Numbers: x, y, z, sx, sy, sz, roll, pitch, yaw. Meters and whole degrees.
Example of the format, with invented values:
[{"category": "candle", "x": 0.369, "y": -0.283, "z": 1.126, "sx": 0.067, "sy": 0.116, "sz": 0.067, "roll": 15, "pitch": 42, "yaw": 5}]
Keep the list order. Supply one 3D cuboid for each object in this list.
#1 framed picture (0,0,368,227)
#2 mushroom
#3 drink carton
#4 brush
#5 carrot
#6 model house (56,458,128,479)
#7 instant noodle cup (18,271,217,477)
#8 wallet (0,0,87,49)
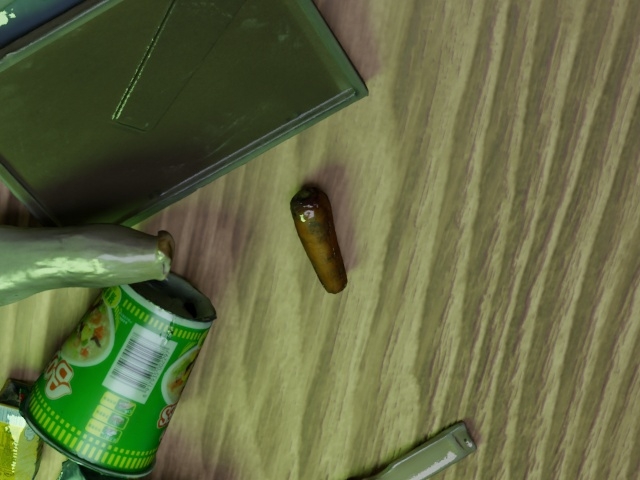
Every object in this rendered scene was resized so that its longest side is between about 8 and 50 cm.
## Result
[{"category": "framed picture", "x": -0.198, "y": -0.180, "z": 1.845, "sx": 0.446, "sy": 0.028, "sz": 0.326, "roll": -28, "pitch": 135, "yaw": 7}, {"category": "mushroom", "x": -0.349, "y": 0.027, "z": 1.902, "sx": 0.351, "sy": 0.097, "sz": 0.109, "roll": -5, "pitch": 148, "yaw": 16}, {"category": "drink carton", "x": -0.423, "y": 0.295, "z": 2.095, "sx": 0.075, "sy": 0.084, "sz": 0.200, "roll": 13, "pitch": 118, "yaw": 1}, {"category": "brush", "x": 0.079, "y": 0.362, "z": 2.245, "sx": 0.321, "sy": 0.050, "sz": 0.060, "roll": -30, "pitch": 117, "yaw": -1}, {"category": "carrot", "x": 0.000, "y": 0.000, "z": 2.020, "sx": 0.055, "sy": 0.055, "sz": 0.161, "roll": -17, "pitch": 128, "yaw": 0}, {"category": "model house", "x": -0.249, "y": 0.449, "z": 2.181, "sx": 0.291, "sy": 0.184, "sz": 0.253, "roll": 9, "pitch": 112, "yaw": -30}, {"category": "instant noodle cup", "x": -0.255, "y": 0.159, "z": 1.991, "sx": 0.207, "sy": 0.207, "sz": 0.232, "roll": 25, "pitch": 106, "yaw": -22}, {"category": "wallet", "x": -0.330, "y": -0.339, "z": 1.724, "sx": 0.252, "sy": 0.083, "sz": 0.360, "roll": -28, "pitch": 130, "yaw": 8}]
